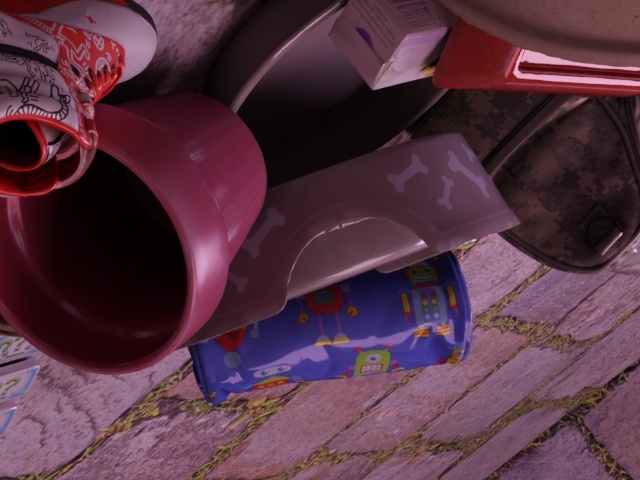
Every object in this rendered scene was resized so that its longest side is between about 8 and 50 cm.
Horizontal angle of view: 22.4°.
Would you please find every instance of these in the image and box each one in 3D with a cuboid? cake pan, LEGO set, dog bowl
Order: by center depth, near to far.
[{"bbox_3d":[0.020,-0.151,1.375,0.293,0.054,0.293,-31,160,-13],"label":"cake pan"},{"bbox_3d":[0.000,0.000,1.458,0.348,0.102,0.349,-20,177,-1],"label":"dog bowl"},{"bbox_3d":[-0.358,0.166,1.489,0.244,0.060,0.182,-14,147,-44],"label":"LEGO set"}]

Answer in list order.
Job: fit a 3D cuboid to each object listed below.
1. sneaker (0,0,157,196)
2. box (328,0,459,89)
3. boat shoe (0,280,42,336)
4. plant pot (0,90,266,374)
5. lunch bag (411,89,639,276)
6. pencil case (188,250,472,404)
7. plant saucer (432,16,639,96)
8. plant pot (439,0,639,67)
[{"bbox_3d":[-0.178,-0.094,1.058,0.090,0.145,0.270,-45,158,24],"label":"sneaker"},{"bbox_3d":[0.150,-0.190,1.321,0.324,0.067,0.063,-18,154,-40],"label":"box"},{"bbox_3d":[-0.248,0.035,1.301,0.302,0.098,0.109,-13,150,-46],"label":"boat shoe"},{"bbox_3d":[-0.138,-0.024,1.225,0.201,0.201,0.180,-50,175,36],"label":"plant pot"},{"bbox_3d":[0.284,-0.072,1.675,0.212,0.256,0.305,-43,159,22],"label":"lunch bag"},{"bbox_3d":[0.004,0.094,1.677,0.306,0.119,0.133,-10,139,-8],"label":"pencil case"},{"bbox_3d":[0.232,-0.219,1.261,0.259,0.048,0.258,-3,125,-45],"label":"plant saucer"},{"bbox_3d":[0.194,-0.326,0.943,0.334,0.334,0.305,-30,148,-14],"label":"plant pot"}]
